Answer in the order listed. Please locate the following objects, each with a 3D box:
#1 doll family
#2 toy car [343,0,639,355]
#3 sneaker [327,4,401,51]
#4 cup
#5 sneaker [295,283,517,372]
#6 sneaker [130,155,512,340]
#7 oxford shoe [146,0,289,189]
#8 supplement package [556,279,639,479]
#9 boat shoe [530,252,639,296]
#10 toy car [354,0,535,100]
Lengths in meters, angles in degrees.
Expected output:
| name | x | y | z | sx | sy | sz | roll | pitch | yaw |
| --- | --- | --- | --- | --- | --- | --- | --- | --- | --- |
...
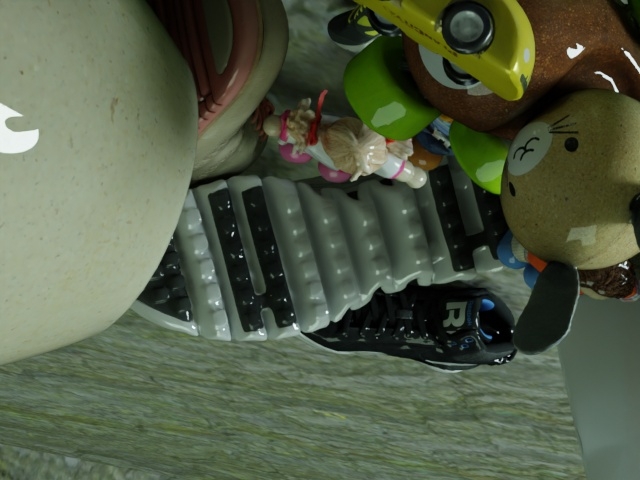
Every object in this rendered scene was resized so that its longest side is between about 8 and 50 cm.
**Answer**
| name | x | y | z | sx | sy | sz | roll | pitch | yaw |
| --- | --- | --- | --- | --- | --- | --- | --- | --- | --- |
| doll family | 0.101 | -0.056 | 0.994 | 0.263 | 0.118 | 0.163 | 25 | 177 | -13 |
| toy car | 0.113 | -0.042 | 0.785 | 0.149 | 0.188 | 0.155 | 25 | 133 | -33 |
| sneaker | 0.034 | -0.131 | 0.929 | 0.083 | 0.031 | 0.035 | -7 | 140 | 41 |
| cup | -0.204 | -0.061 | 0.841 | 0.237 | 0.331 | 0.331 | 19 | 163 | -31 |
| sneaker | 0.079 | 0.061 | 1.442 | 0.217 | 0.079 | 0.121 | 14 | 162 | -30 |
| sneaker | 0.000 | 0.000 | 1.115 | 0.292 | 0.110 | 0.118 | -9 | -175 | -16 |
| oxford shoe | -0.082 | -0.097 | 1.034 | 0.130 | 0.123 | 0.348 | -5 | 173 | -26 |
| supplement package | 0.312 | 0.128 | 1.099 | 0.263 | 0.199 | 0.198 | -15 | 156 | 12 |
| boat shoe | 0.240 | 0.019 | 1.168 | 0.224 | 0.073 | 0.080 | 2 | 156 | -30 |
| toy car | -0.018 | -0.158 | 0.758 | 0.239 | 0.053 | 0.225 | 38 | 175 | -23 |
